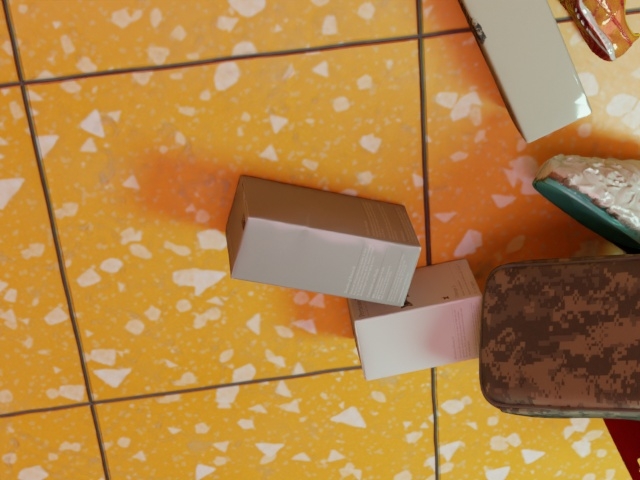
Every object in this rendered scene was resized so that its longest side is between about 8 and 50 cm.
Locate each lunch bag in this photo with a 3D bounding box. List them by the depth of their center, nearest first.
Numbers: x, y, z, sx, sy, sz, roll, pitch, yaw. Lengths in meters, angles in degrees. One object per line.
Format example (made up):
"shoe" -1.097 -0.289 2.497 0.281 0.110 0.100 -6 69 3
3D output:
"lunch bag" 0.389 0.138 1.642 0.305 0.212 0.256 -6 164 41

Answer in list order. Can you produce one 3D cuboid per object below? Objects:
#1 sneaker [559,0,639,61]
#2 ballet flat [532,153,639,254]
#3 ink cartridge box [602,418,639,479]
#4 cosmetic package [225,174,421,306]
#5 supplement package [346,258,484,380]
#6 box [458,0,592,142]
"sneaker" 0.339 -0.305 1.546 0.067 0.064 0.175 -43 124 -6
"ballet flat" 0.453 -0.028 1.691 0.409 0.147 0.147 35 110 -27
"ink cartridge box" 0.577 0.283 1.763 0.272 0.309 0.130 1 119 -9
"cosmetic package" 0.000 0.000 1.627 0.238 0.127 0.107 9 118 -11
"supplement package" 0.133 0.109 1.720 0.179 0.105 0.105 -12 121 -2
"box" 0.233 -0.265 1.515 0.094 0.113 0.275 -25 119 8
